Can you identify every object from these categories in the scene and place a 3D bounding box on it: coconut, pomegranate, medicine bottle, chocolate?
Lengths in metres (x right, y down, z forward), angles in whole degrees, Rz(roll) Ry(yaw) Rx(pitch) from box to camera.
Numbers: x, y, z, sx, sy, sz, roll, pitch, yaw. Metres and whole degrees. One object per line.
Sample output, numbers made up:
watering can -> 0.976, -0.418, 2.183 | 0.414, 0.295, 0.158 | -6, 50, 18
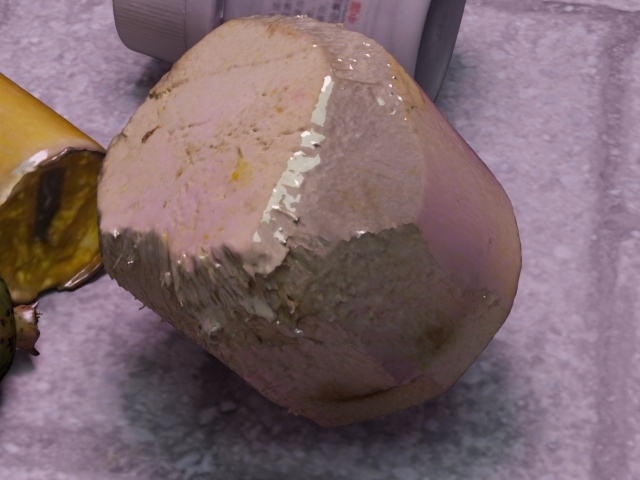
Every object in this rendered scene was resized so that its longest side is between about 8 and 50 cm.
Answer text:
coconut -> 0.000, 0.000, 1.262 | 0.298, 0.309, 0.297 | -20, 51, 27
pomegranate -> -0.299, 0.072, 1.281 | 0.130, 0.130, 0.130 | 2, 46, -2
medicine bottle -> -0.025, -0.246, 1.522 | 0.306, 0.245, 0.245 | 17, 47, 13
chocolate -> -0.372, -0.116, 1.457 | 0.162, 0.162, 0.445 | -33, 53, -30
